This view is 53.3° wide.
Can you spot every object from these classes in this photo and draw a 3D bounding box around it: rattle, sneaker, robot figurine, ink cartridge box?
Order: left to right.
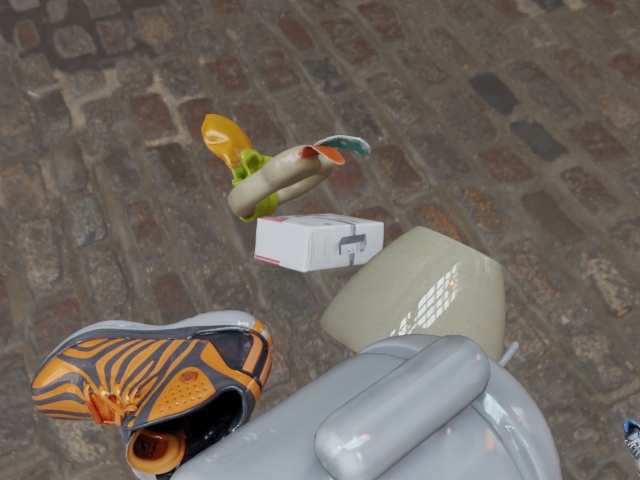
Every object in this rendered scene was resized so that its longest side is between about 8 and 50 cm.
[{"bbox_3d":[-0.216,0.181,0.722,0.321,0.124,0.180,-17,27,15],"label":"sneaker"},{"bbox_3d":[-0.043,-0.108,0.663,0.130,0.200,0.142,-8,78,-18],"label":"rattle"},{"bbox_3d":[0.000,0.000,1.293,0.218,0.092,0.159,-3,11,-45],"label":"ink cartridge box"},{"bbox_3d":[0.033,0.193,0.451,0.354,0.299,0.200,-24,53,-38],"label":"robot figurine"},{"bbox_3d":[0.561,0.365,1.122,0.052,0.135,0.058,-36,99,17],"label":"sneaker"}]

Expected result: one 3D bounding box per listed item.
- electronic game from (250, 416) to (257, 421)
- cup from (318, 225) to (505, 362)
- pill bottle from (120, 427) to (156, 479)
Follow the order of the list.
[{"bbox_3d":[-0.124,0.481,1.311,0.048,0.229,0.229,-5,55,15],"label":"electronic game"},{"bbox_3d":[0.195,0.114,1.142,0.331,0.331,0.236,26,90,15],"label":"cup"},{"bbox_3d":[-0.234,0.243,0.910,0.108,0.107,0.180,-23,36,-16],"label":"pill bottle"}]
